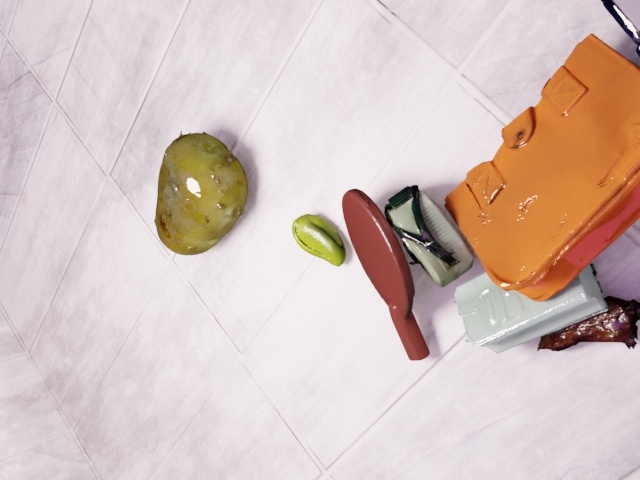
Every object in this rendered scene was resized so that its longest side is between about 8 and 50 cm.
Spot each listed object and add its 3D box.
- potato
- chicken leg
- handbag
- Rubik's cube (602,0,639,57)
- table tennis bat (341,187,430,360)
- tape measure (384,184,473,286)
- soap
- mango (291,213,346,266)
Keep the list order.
[{"bbox_3d":[-0.330,-0.106,1.663,0.270,0.219,0.359,43,127,35],"label":"potato"},{"bbox_3d":[0.511,0.159,1.157,0.234,0.063,0.105,-13,84,40],"label":"chicken leg"},{"bbox_3d":[0.419,-0.119,1.071,0.410,0.116,0.303,-53,38,28],"label":"handbag"},{"bbox_3d":[0.606,-0.360,0.826,0.344,0.345,0.337,-42,73,35],"label":"Rubik's cube"},{"bbox_3d":[0.144,0.078,1.352,0.414,0.051,0.268,67,168,-9],"label":"table tennis bat"},{"bbox_3d":[0.205,-0.020,1.267,0.115,0.207,0.235,-37,73,6],"label":"tape measure"},{"bbox_3d":[0.394,0.109,1.182,0.261,0.094,0.150,-34,43,35],"label":"soap"},{"bbox_3d":[0.000,0.000,1.516,0.165,0.074,0.091,43,116,11],"label":"mango"}]
